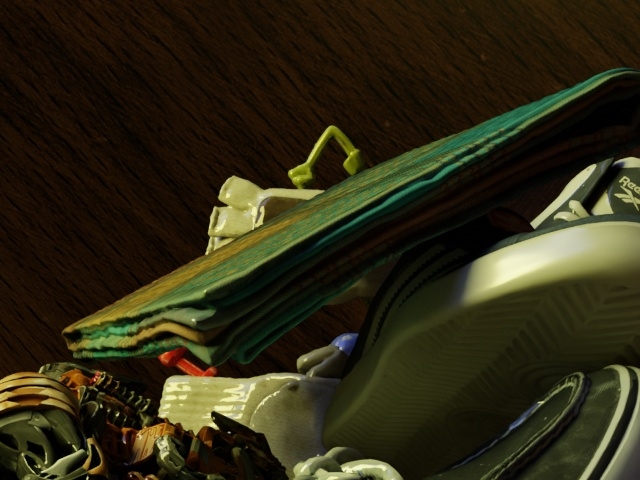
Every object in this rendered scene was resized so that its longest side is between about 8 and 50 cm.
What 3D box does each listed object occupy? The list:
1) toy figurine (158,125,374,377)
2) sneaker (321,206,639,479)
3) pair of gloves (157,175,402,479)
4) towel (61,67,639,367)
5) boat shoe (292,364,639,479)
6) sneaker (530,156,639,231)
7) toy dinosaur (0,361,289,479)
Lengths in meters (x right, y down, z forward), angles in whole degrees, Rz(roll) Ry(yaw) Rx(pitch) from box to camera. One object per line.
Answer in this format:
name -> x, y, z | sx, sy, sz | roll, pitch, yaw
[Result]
toy figurine -> -0.006, 0.113, 1.092 | 0.362, 0.191, 0.217 | -57, -15, -10
sneaker -> 0.100, 0.029, 0.707 | 0.350, 0.131, 0.148 | -42, 23, 62
pair of gloves -> -0.009, 0.071, 0.952 | 0.042, 0.204, 0.240 | 55, -133, -63
towel -> 0.000, 0.000, 0.757 | 0.271, 0.040, 0.370 | -28, 4, -20
boat shoe -> 0.018, 0.133, 0.506 | 0.306, 0.105, 0.113 | -41, -1, -19
sneaker -> 0.191, 0.002, 0.932 | 0.153, 0.094, 0.235 | -50, -14, 19
toy dinosaur -> -0.161, 0.154, 0.744 | 0.322, 0.218, 0.164 | -2, -44, -17
